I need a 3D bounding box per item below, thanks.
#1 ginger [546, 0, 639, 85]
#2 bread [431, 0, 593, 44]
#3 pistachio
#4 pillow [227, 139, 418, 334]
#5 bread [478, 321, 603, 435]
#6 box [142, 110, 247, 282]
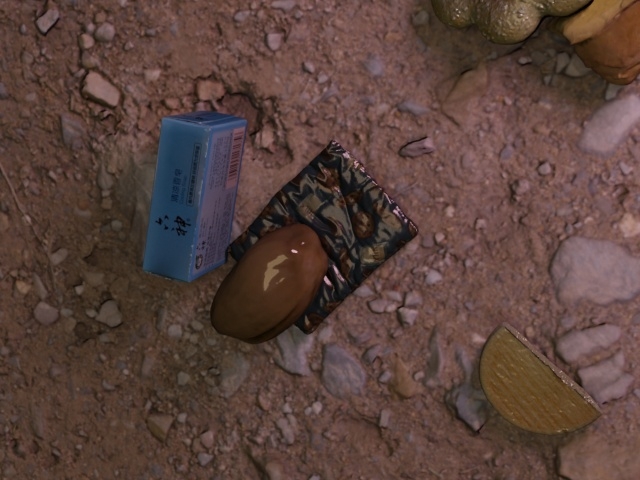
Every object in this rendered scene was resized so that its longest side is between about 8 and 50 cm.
[{"bbox_3d":[0.410,-0.292,1.281,0.193,0.115,0.122,-42,107,15],"label":"ginger"},{"bbox_3d":[0.275,-0.372,1.284,0.286,0.056,0.207,-52,60,17],"label":"bread"},{"bbox_3d":[-0.077,0.067,1.443,0.136,0.136,0.226,46,120,3],"label":"pistachio"},{"bbox_3d":[-0.002,0.000,1.481,0.189,0.034,0.255,46,111,1],"label":"pillow"},{"bbox_3d":[0.298,0.214,1.437,0.193,0.036,0.112,42,114,1],"label":"bread"},{"bbox_3d":[-0.183,-0.068,1.462,0.083,0.142,0.232,14,105,13],"label":"box"}]
